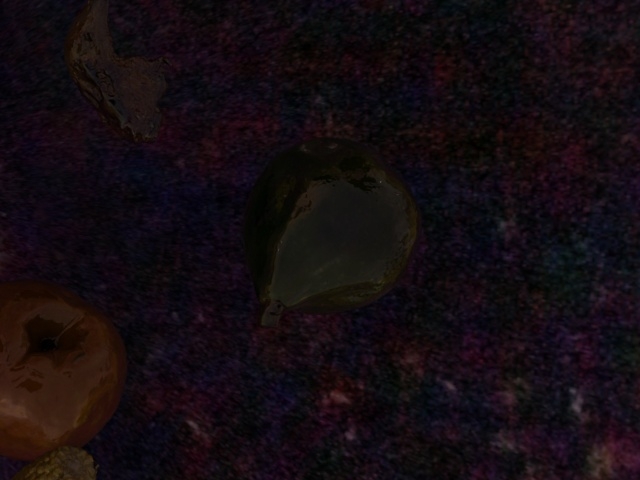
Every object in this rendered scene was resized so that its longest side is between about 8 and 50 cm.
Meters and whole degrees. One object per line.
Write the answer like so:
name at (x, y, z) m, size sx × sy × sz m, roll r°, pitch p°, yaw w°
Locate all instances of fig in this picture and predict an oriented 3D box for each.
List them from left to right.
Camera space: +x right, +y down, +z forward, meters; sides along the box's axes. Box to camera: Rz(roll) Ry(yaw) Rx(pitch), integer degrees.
fig at (0.000, 0.000, 0.969) m, size 0.195 × 0.195 × 0.245 m, roll 64°, pitch 33°, yaw -18°

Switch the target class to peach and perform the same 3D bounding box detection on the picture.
peach at (-0.533, 0.246, 1.657) m, size 0.342 × 0.302 × 0.343 m, roll 24°, pitch 37°, yaw -20°

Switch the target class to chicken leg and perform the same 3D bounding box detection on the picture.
chicken leg at (-0.380, -0.330, 1.657) m, size 0.177 × 0.083 × 0.323 m, roll -33°, pitch 95°, yaw 2°

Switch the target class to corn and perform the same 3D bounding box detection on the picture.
corn at (-0.348, 0.327, 1.044) m, size 0.091 × 0.260 × 0.091 m, roll 44°, pitch 26°, yaw -5°
